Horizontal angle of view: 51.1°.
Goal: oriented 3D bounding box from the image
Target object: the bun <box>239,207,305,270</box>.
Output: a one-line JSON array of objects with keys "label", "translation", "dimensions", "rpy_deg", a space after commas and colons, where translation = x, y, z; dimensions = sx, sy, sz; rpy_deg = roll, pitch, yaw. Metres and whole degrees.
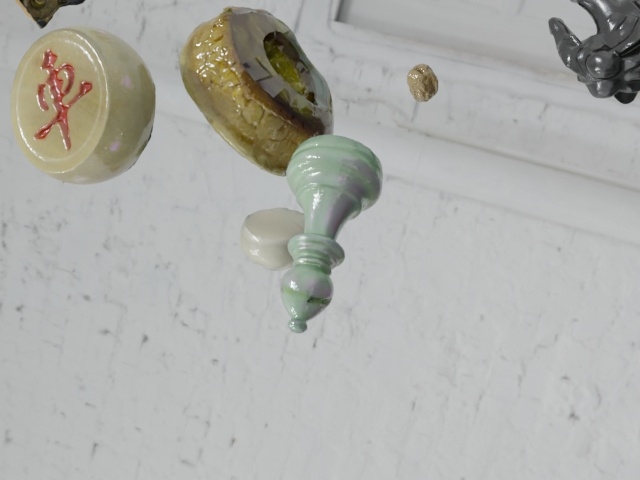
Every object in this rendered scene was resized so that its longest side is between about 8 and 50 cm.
[{"label": "bun", "translation": [-0.104, 0.008, 1.556], "dimensions": [0.172, 0.173, 0.119], "rpy_deg": [-59, -23, -56]}]

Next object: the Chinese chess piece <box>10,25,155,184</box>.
[{"label": "Chinese chess piece", "translation": [-0.380, -0.213, 1.062], "dimensions": [0.097, 0.251, 0.250], "rpy_deg": [-1, -73, -61]}]

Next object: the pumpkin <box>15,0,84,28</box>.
[{"label": "pumpkin", "translation": [-0.299, -0.281, 0.714], "dimensions": [0.073, 0.035, 0.101], "rpy_deg": [-44, -22, -16]}]

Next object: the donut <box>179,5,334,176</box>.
[{"label": "donut", "translation": [-0.096, -0.281, 1.208], "dimensions": [0.160, 0.330, 0.330], "rpy_deg": [-33, 7, 23]}]

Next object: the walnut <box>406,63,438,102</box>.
[{"label": "walnut", "translation": [0.257, -0.392, 1.675], "dimensions": [0.079, 0.083, 0.096], "rpy_deg": [-53, -50, -30]}]

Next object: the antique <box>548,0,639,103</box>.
[{"label": "antique", "translation": [0.637, -0.419, 1.335], "dimensions": [0.185, 0.323, 0.254], "rpy_deg": [59, -155, -55]}]

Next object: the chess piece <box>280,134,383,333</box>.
[{"label": "chess piece", "translation": [0.000, 0.000, 0.904], "dimensions": [0.139, 0.139, 0.271], "rpy_deg": [88, -167, -59]}]
